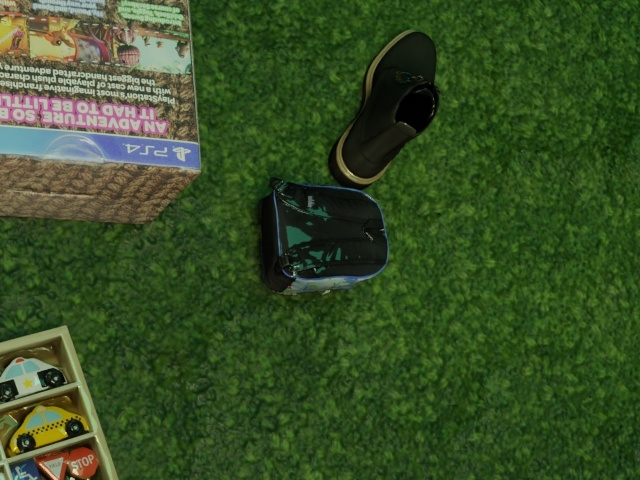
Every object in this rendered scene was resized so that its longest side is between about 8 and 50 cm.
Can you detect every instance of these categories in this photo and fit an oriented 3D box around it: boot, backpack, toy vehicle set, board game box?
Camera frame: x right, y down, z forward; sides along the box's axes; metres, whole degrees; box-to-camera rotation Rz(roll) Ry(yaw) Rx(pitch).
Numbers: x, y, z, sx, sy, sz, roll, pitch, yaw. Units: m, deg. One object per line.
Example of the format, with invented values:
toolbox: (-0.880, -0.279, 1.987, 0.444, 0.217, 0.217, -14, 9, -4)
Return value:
boot: (0.094, -0.149, 1.687, 0.077, 0.137, 0.198, 30, 60, -14)
backpack: (0.000, 0.000, 1.613, 0.114, 0.084, 0.105, 1, 71, -21)
toy vehicle set: (-0.310, 0.184, 1.415, 0.267, 0.035, 0.166, -15, 78, -30)
board game box: (-0.247, -0.178, 1.524, 0.232, 0.141, 0.291, 4, 69, -25)
